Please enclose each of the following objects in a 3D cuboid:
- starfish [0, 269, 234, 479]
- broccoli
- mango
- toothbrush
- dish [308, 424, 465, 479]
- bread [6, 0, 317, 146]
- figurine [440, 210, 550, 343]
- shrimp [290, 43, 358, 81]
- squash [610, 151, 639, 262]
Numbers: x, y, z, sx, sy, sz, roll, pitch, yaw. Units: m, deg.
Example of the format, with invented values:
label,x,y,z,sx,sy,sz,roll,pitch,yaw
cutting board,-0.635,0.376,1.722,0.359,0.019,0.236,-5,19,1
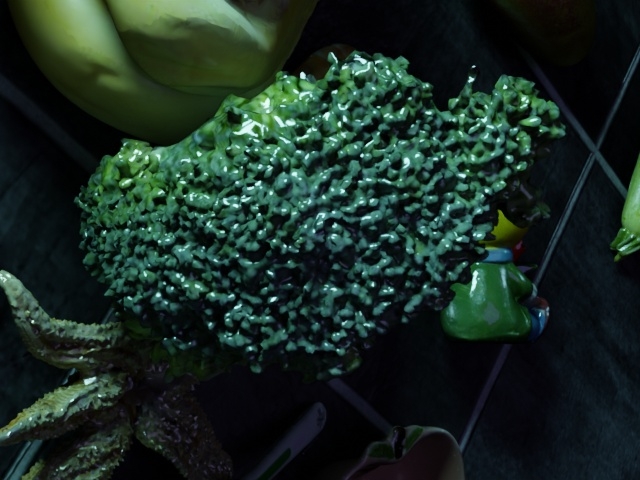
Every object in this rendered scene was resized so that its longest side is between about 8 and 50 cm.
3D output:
label,x,y,z,sx,sy,sz,roll,pitch,yaw
starfish,-0.183,0.152,0.958,0.293,0.084,0.301,-1,91,-54
broccoli,-0.033,-0.006,0.965,0.353,0.397,0.274,10,86,-20
mango,0.258,-0.300,1.348,0.267,0.111,0.133,32,59,-44
toothbrush,-0.069,0.233,1.004,0.418,0.040,0.042,-34,120,-63
dish,0.056,0.284,1.195,0.213,0.090,0.213,-5,98,-43
bread,-0.068,-0.282,0.954,0.329,0.245,0.424,44,59,-35
figurine,0.202,0.003,1.304,0.185,0.127,0.234,7,77,-47
shrimp,-0.010,-0.141,1.162,0.162,0.045,0.095,-39,144,-34
squash,0.458,-0.067,1.569,0.094,0.094,0.224,35,77,-38
